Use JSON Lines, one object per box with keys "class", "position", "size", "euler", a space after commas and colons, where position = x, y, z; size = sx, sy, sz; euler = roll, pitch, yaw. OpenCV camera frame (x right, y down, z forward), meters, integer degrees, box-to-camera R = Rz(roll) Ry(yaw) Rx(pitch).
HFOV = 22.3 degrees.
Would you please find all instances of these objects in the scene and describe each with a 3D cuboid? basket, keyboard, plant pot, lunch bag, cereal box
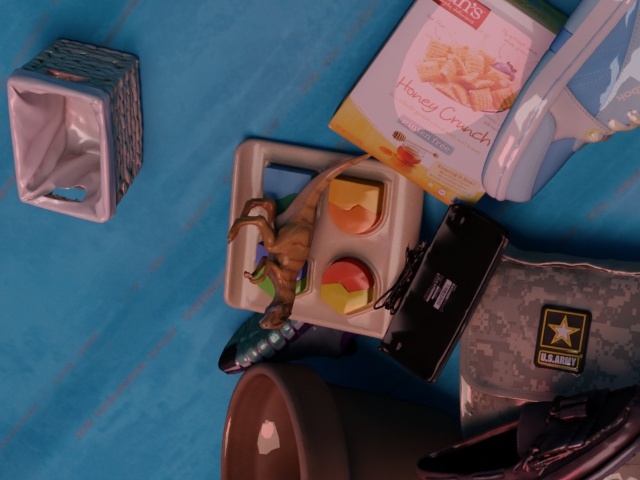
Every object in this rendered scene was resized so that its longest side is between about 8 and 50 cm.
{"class": "basket", "position": [-0.260, -0.121, 1.749], "size": [0.113, 0.103, 0.167], "euler": [14, 130, 14]}
{"class": "keyboard", "position": [0.124, 0.046, 1.675], "size": [0.100, 0.038, 0.192], "euler": [36, 114, 21]}
{"class": "plant pot", "position": [0.034, 0.266, 1.830], "size": [0.229, 0.263, 0.263], "euler": [1, 138, -24]}
{"class": "lunch bag", "position": [0.272, 0.144, 1.684], "size": [0.235, 0.169, 0.287], "euler": [6, 120, 25]}
{"class": "cereal box", "position": [0.137, -0.152, 1.583], "size": [0.173, 0.047, 0.240], "euler": [32, 132, -5]}

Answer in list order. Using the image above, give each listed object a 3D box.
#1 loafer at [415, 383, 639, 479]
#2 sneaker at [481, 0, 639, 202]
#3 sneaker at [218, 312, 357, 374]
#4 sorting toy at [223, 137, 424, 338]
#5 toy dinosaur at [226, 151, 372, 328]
{"class": "loafer", "position": [0.204, 0.207, 1.587], "size": [0.095, 0.109, 0.302], "euler": [48, 134, -4]}
{"class": "sneaker", "position": [0.295, -0.121, 1.425], "size": [0.208, 0.127, 0.319], "euler": [36, 114, 6]}
{"class": "sneaker", "position": [-0.020, 0.118, 1.849], "size": [0.098, 0.083, 0.224], "euler": [43, 130, -18]}
{"class": "sorting toy", "position": [0.000, 0.000, 1.729], "size": [0.208, 0.038, 0.193], "euler": [10, 106, 15]}
{"class": "toy dinosaur", "position": [-0.031, -0.014, 1.701], "size": [0.112, 0.064, 0.211], "euler": [21, 98, 5]}
